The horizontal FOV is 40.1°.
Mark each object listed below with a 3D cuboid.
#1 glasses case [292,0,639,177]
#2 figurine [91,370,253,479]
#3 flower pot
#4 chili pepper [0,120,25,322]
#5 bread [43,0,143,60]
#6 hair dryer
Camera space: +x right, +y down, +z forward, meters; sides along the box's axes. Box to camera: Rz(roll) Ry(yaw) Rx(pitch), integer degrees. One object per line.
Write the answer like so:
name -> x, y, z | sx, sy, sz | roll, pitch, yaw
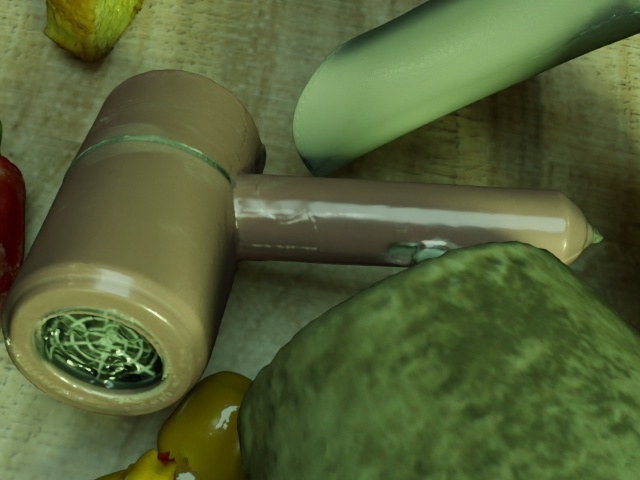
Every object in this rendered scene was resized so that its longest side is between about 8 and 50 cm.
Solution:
glasses case -> 0.121, -0.149, 0.626 | 0.308, 0.128, 0.083 | -22, 106, 20
figurine -> -0.093, 0.152, 0.529 | 0.121, 0.122, 0.176 | 30, 66, 12
flower pot -> 0.115, 0.192, 0.455 | 0.293, 0.294, 0.330 | -19, 60, -15
chili pepper -> -0.241, -0.004, 0.632 | 0.059, 0.050, 0.191 | 4, 76, -7
bread -> -0.168, -0.241, 0.727 | 0.065, 0.103, 0.187 | 24, 68, 8
hair dryer -> 0.000, 0.000, 0.553 | 0.352, 0.125, 0.210 | 2, 42, 7
